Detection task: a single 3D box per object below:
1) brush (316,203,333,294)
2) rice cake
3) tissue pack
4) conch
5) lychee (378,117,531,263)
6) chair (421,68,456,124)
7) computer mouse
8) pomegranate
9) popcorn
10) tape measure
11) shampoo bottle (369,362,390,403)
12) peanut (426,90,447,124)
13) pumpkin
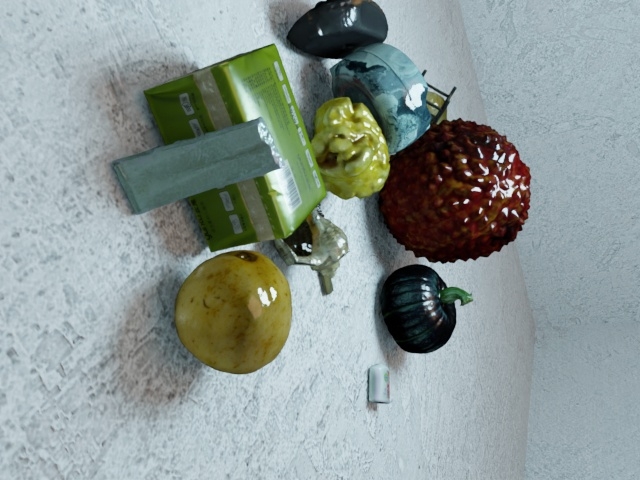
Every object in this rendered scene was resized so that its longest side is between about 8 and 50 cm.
[{"bbox_3d":[0.000,0.000,1.304,0.043,0.036,0.247,-27,106,-58],"label":"brush"},{"bbox_3d":[-0.168,-0.106,0.828,0.040,0.226,0.084,-106,179,-69],"label":"rice cake"},{"bbox_3d":[-0.126,-0.153,0.960,0.274,0.168,0.200,70,27,-19],"label":"tissue pack"},{"bbox_3d":[-0.029,-0.013,1.149,0.207,0.130,0.155,63,16,-5],"label":"conch"},{"bbox_3d":[0.367,-0.131,1.666,0.500,0.425,0.424,-157,-127,-76],"label":"lychee"},{"bbox_3d":[0.326,-0.409,1.964,0.142,0.260,0.154,31,40,2],"label":"chair"},{"bbox_3d":[0.044,-0.504,1.380,0.323,0.183,0.116,-22,92,-62],"label":"computer mouse"},{"bbox_3d":[-0.132,0.115,0.881,0.196,0.196,0.195,28,58,-58],"label":"pomegranate"},{"bbox_3d":[0.066,-0.200,1.310,0.203,0.201,0.225,-112,-147,-76],"label":"popcorn"},{"bbox_3d":[0.143,-0.343,1.416,0.147,0.275,0.256,-38,130,-16],"label":"tape measure"},{"bbox_3d":[0.149,0.356,1.477,0.072,0.043,0.099,36,51,-54],"label":"shampoo bottle"},{"bbox_3d":[0.426,-0.456,2.190,0.236,0.110,0.120,53,25,-46],"label":"peanut"},{"bbox_3d":[0.295,0.175,1.598,0.248,0.248,0.247,28,58,-58],"label":"pumpkin"}]
